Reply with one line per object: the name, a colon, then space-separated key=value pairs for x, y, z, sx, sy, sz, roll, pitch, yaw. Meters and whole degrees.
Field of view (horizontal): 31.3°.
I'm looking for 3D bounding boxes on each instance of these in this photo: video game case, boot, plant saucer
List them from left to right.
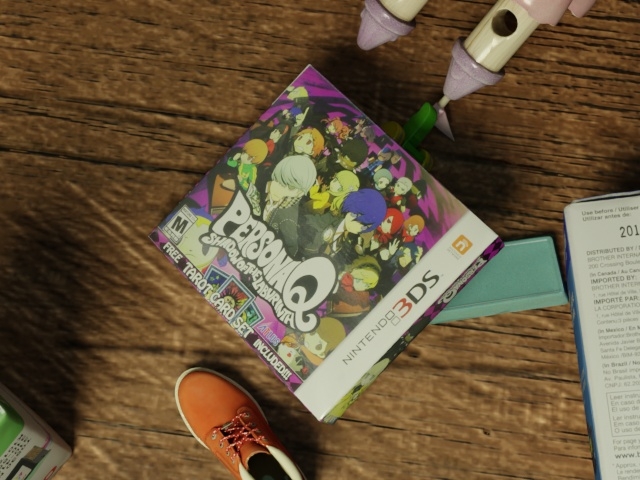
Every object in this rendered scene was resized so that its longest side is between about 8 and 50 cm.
boot: x=-0.064 y=0.161 z=0.937 sx=0.059 sy=0.084 sz=0.158 roll=-41 pitch=76 yaw=-10
video game case: x=0.000 y=0.000 z=0.966 sx=0.210 sy=0.042 sz=0.232 roll=-46 pitch=69 yaw=3
plant saucer: x=0.121 y=0.036 z=1.011 sx=0.192 sy=0.018 sz=0.067 roll=-9 pitch=72 yaw=-2

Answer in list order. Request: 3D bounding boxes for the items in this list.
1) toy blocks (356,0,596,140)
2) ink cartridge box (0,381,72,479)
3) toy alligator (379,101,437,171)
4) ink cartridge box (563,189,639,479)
toy blocks: x=0.091 y=-0.270 z=0.991 sx=0.288 sy=0.309 sz=0.260 roll=46 pitch=120 yaw=5
ink cartridge box: x=-0.305 y=0.181 z=0.828 sx=0.117 sy=0.278 sz=0.201 roll=39 pitch=76 yaw=8
toy alligator: x=0.048 y=-0.041 z=1.020 sx=0.051 sy=0.056 sz=0.190 roll=9 pitch=69 yaw=50
ink cartridge box: x=0.341 y=0.098 z=0.899 sx=0.270 sy=0.151 sz=0.395 roll=-7 pitch=72 yaw=9
